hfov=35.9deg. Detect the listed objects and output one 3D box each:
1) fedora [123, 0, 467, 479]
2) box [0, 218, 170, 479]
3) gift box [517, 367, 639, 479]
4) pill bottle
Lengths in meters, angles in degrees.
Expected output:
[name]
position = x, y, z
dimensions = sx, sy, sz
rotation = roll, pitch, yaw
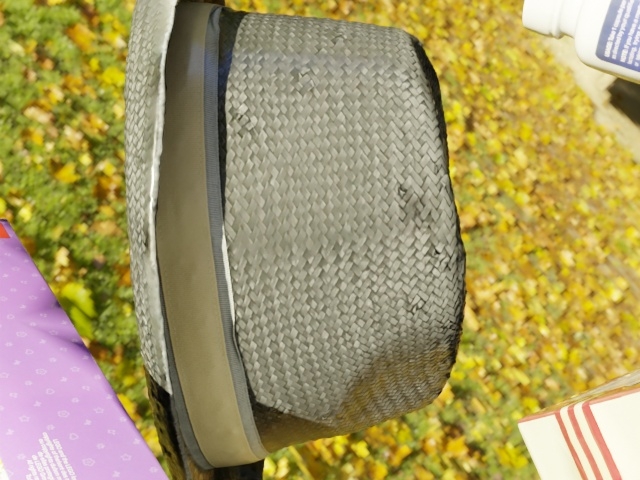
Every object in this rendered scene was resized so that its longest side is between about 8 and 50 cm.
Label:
[fedora]
position = 0.000, 0.000, 0.547
dimensions = 0.334, 0.152, 0.334
rotation = -3, 90, -85
[box]
position = -0.132, 0.138, 0.420
dimensions = 0.057, 0.201, 0.293
rotation = -1, 25, -32
[gift box]
position = 0.300, 0.186, 0.619
dimensions = 0.276, 0.255, 0.258
rotation = 114, -45, -76
[pill bottle]
position = 0.260, -0.177, 0.767
dimensions = 0.186, 0.112, 0.112
rotation = 23, 19, 19
